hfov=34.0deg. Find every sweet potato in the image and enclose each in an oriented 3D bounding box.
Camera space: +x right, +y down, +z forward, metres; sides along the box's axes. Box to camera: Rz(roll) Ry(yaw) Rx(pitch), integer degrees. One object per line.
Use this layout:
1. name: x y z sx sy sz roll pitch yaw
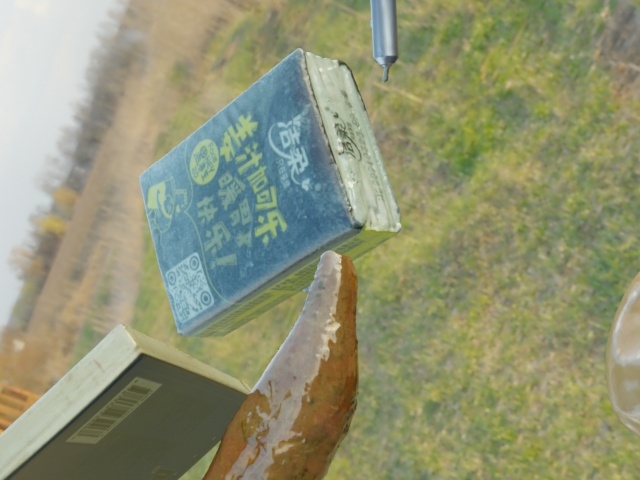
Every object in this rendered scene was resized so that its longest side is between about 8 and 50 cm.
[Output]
1. sweet potato: -0.042 0.155 0.600 0.066 0.072 0.314 23 85 55

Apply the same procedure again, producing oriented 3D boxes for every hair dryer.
1. hair dryer: 0.036 -0.161 0.700 0.063 0.037 0.114 -3 92 34

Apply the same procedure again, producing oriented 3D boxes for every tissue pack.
1. tissue pack: -0.060 -0.037 0.998 0.257 0.081 0.185 -32 67 36

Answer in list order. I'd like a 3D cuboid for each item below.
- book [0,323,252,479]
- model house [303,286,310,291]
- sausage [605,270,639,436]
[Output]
1. book: -0.144 0.146 0.670 0.191 0.025 0.269 -42 -17 -2
2. model house: 0.000 0.000 1.169 0.148 0.148 0.119 -127 18 -69
3. sausage: 0.234 0.048 0.439 0.136 0.241 0.120 -37 49 56
